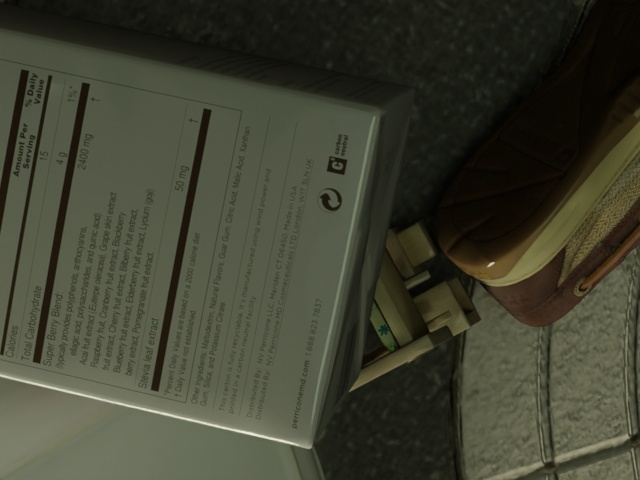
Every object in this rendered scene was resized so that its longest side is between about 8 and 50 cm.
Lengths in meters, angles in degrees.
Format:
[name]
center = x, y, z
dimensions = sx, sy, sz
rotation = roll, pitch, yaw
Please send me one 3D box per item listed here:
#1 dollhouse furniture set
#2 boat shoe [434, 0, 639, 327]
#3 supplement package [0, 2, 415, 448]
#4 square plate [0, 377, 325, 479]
[dollhouse furniture set]
center = 0.000, 0.000, 1.206
dimensions = 0.101, 0.161, 0.182
rotation = -29, 85, 15
[boat shoe]
center = 0.226, -0.084, 1.257
dimensions = 0.342, 0.123, 0.123
rotation = -48, 127, -4
[supplement package]
center = -0.115, -0.021, 1.042
dimensions = 0.293, 0.177, 0.175
rotation = 13, 100, 7
[square plate]
center = -0.112, 0.219, 1.173
dimensions = 0.347, 0.049, 0.344
rotation = -31, 114, -32
